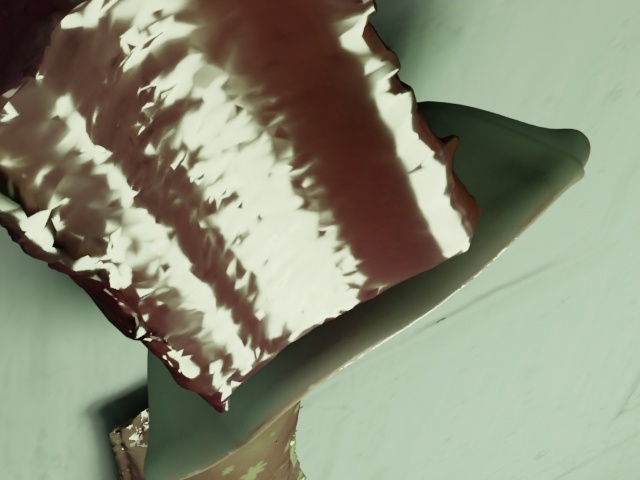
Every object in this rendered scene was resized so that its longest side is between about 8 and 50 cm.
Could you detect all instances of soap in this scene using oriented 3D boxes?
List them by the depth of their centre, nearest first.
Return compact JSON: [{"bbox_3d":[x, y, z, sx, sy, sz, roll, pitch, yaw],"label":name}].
[{"bbox_3d":[-0.047,-0.045,0.526,0.112,0.182,0.289,-35,150,-1],"label":"soap"}]

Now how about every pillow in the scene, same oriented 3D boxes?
[{"bbox_3d":[-0.053,0.118,0.951,0.118,0.043,0.185,-25,153,-16],"label":"pillow"}]

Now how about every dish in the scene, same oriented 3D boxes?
[{"bbox_3d":[0.000,0.000,0.742,0.229,0.081,0.229,-38,-177,2],"label":"dish"}]
